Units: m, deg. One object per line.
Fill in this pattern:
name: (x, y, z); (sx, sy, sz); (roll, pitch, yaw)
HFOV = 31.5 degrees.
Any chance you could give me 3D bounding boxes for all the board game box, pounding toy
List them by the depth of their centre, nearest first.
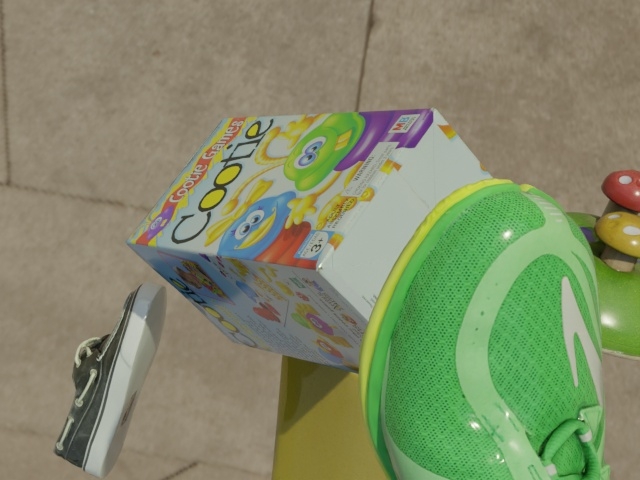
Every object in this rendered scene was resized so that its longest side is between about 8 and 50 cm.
board game box: (0.000, 0.000, 0.859); (0.144, 0.142, 0.275); (46, 158, -29)
pounding toy: (0.223, 0.002, 0.946); (0.236, 0.183, 0.110); (5, 119, -25)

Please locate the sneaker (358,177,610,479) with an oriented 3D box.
sneaker: (0.083, 0.125, 0.421); (0.109, 0.123, 0.296); (-3, 95, -31)

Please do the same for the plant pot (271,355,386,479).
plant pot: (0.095, 0.196, 1.132); (0.212, 0.187, 0.212); (-8, 111, -38)

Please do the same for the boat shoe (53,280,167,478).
boat shoe: (-0.214, 0.134, 1.128); (0.070, 0.078, 0.219); (23, 107, 6)
